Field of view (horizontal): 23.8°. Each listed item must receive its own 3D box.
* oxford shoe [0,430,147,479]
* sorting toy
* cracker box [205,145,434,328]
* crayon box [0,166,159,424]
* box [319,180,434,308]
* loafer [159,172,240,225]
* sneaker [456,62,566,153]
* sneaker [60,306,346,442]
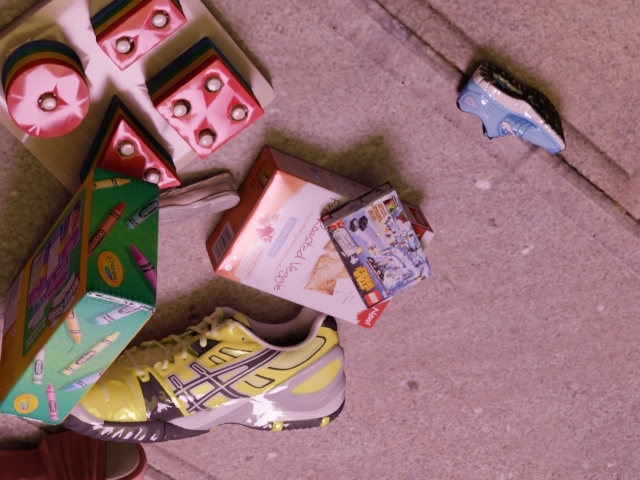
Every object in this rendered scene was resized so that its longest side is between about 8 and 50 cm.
[{"bbox_3d":[-0.415,0.341,1.895,0.397,0.140,0.147,-3,129,-13],"label":"oxford shoe"},{"bbox_3d":[-0.214,-0.159,1.660,0.255,0.089,0.257,-36,125,8],"label":"sorting toy"},{"bbox_3d":[0.000,0.000,1.842,0.232,0.067,0.156,20,114,-28],"label":"cracker box"},{"bbox_3d":[-0.271,0.067,1.682,0.081,0.165,0.278,16,141,-25],"label":"crayon box"},{"bbox_3d":[0.068,0.007,1.810,0.094,0.027,0.137,-28,124,-2],"label":"box"},{"bbox_3d":[-0.159,-0.048,1.786,0.125,0.039,0.045,-13,158,-5],"label":"loafer"},{"bbox_3d":[0.229,-0.150,1.832,0.162,0.063,0.073,31,126,-26],"label":"sneaker"},{"bbox_3d":[-0.154,0.154,1.869,0.384,0.145,0.147,-4,110,-23],"label":"sneaker"}]
